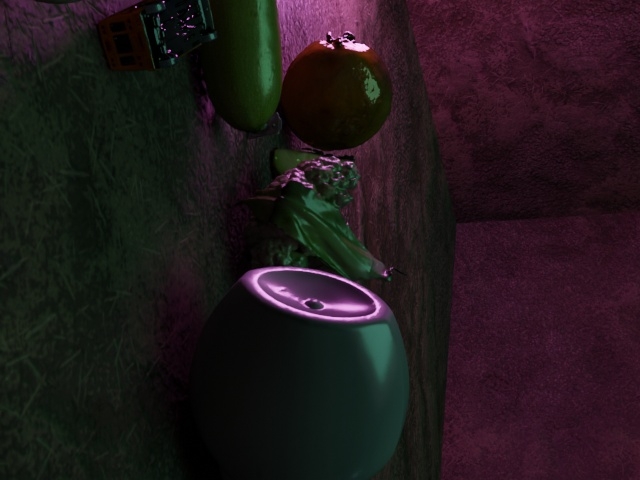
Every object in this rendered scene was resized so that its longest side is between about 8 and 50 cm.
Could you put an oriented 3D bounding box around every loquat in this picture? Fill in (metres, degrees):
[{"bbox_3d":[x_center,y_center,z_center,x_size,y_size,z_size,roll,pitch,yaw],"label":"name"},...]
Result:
[{"bbox_3d":[0.034,-0.288,1.653,0.193,0.238,0.238,-69,151,-61],"label":"loquat"}]

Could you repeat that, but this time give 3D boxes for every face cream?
[{"bbox_3d":[-0.036,0.232,1.185,0.219,0.313,0.356,-53,156,-66],"label":"face cream"}]

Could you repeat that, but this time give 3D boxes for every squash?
[{"bbox_3d":[-0.126,-0.291,1.300,0.132,0.133,0.247,-11,98,-72],"label":"squash"},{"bbox_3d":[-0.043,-0.109,1.711,0.252,0.170,0.093,145,-50,-71],"label":"squash"}]

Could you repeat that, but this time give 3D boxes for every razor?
[{"bbox_3d":[-0.130,-0.208,1.415,0.135,0.068,0.040,12,72,-60],"label":"razor"}]

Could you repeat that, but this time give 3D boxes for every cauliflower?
[{"bbox_3d":[0.000,0.000,1.430,0.315,0.239,0.256,35,38,-10],"label":"cauliflower"}]

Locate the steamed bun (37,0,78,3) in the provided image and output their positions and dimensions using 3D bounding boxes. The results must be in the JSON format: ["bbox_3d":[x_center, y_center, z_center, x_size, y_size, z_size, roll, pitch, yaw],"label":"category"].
[{"bbox_3d":[-0.292,-0.324,0.772,0.228,0.131,0.177,51,29,-59],"label":"steamed bun"}]

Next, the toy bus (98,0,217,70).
[{"bbox_3d":[-0.210,-0.286,1.100,0.194,0.088,0.083,-58,141,-58],"label":"toy bus"}]

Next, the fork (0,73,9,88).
[{"bbox_3d":[-0.342,-0.187,0.795,0.115,0.012,0.016,54,32,-52],"label":"fork"}]
